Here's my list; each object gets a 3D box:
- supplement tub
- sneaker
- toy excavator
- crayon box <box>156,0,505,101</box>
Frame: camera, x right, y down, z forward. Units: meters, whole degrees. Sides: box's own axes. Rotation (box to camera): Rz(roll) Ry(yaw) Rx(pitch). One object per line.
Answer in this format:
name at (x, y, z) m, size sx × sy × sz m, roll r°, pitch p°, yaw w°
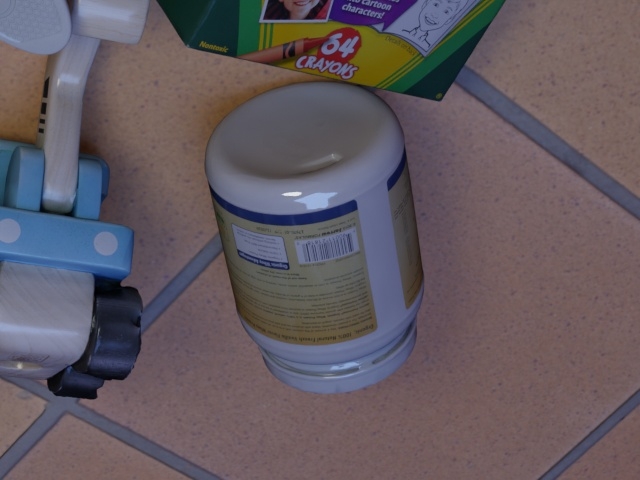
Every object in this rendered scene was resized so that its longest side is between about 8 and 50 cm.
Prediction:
supplement tub at (0.000, 0.000, 2.119) m, size 0.228 × 0.228 × 0.316 m, roll -13°, pitch 128°, yaw -4°
sneaker at (-0.345, -0.323, 1.829) m, size 0.104 × 0.147 × 0.296 m, roll -36°, pitch 110°, yaw 22°
toy excavator at (-0.303, -0.074, 2.013) m, size 0.222 × 0.445 × 0.433 m, roll 7°, pitch 165°, yaw -20°
crayon box at (0.055, -0.322, 1.913) m, size 0.363 × 0.106 × 0.313 m, roll 8°, pitch 126°, yaw -40°
